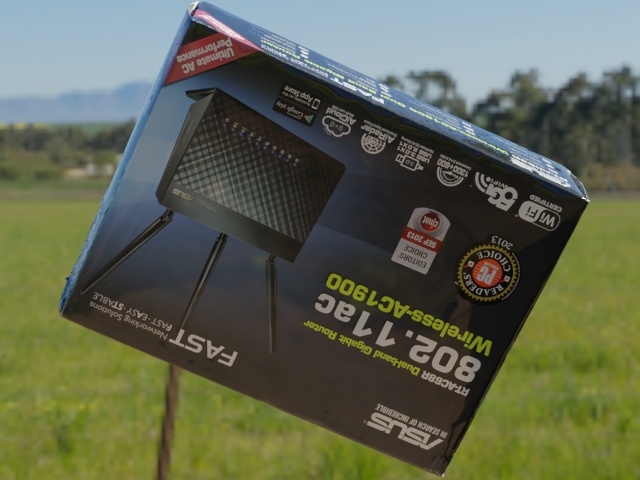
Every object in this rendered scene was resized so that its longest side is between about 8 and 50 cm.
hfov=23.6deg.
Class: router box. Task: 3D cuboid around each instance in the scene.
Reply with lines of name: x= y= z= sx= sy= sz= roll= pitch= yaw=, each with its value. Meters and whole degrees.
router box: x=0.000 y=0.000 z=0.432 sx=0.122 sy=0.092 sz=0.038 roll=23 pitch=15 yaw=-7
